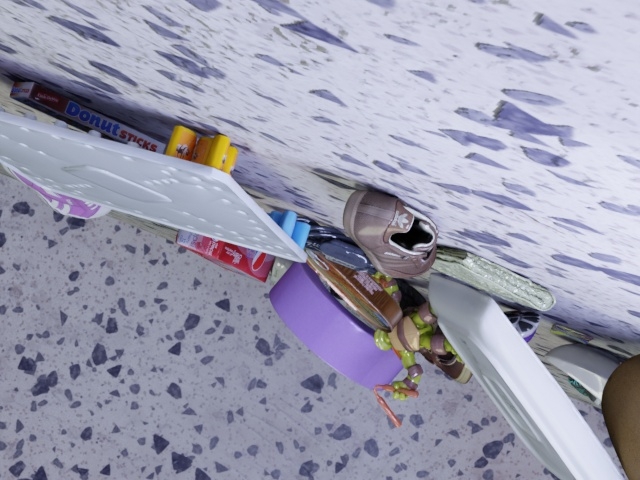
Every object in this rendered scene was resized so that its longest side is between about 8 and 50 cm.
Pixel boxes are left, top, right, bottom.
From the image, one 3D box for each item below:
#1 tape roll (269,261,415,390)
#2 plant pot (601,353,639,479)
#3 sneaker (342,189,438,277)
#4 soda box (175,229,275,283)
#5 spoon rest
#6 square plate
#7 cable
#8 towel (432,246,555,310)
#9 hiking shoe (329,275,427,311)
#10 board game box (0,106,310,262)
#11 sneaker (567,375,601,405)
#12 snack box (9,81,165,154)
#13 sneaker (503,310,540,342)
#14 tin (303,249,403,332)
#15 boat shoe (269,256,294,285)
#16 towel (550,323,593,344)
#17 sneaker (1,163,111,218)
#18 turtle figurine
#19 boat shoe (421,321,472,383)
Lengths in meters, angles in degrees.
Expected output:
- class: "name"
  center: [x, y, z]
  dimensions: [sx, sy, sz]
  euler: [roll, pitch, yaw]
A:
- class: "tape roll"
  center: [0.040, 0.147, 2.181]
  dimensions: [0.275, 0.090, 0.275]
  euler: [38, -168, -9]
- class: "plant pot"
  center: [0.448, 0.237, 1.436]
  dimensions: [0.237, 0.237, 0.254]
  euler: [23, -172, -22]
- class: "sneaker"
  center: [0.088, 0.004, 1.203]
  dimensions: [0.071, 0.066, 0.188]
  euler: [17, 174, 30]
- class: "soda box"
  center: [-0.158, 0.005, 2.116]
  dimensions: [0.092, 0.083, 0.263]
  euler: [20, 175, 18]
- class: "spoon rest"
  center: [0.474, 0.235, 1.935]
  dimensions: [0.276, 0.084, 0.137]
  euler: [23, 174, -29]
- class: "square plate"
  center: [0.265, 0.203, 1.585]
  dimensions: [0.344, 0.049, 0.347]
  euler: [53, 176, -7]
- class: "cable"
  center: [0.000, 0.000, 1.688]
  dimensions: [0.185, 0.047, 0.150]
  euler: [19, 180, -6]
- class: "towel"
  center: [0.191, 0.043, 1.400]
  dimensions: [0.148, 0.027, 0.110]
  euler: [24, 175, -28]
- class: "hiking shoe"
  center: [0.125, 0.100, 2.049]
  dimensions: [0.114, 0.086, 0.227]
  euler: [14, -170, -45]
- class: "board game box"
  center: [-0.229, -0.086, 1.405]
  dimensions: [0.390, 0.050, 0.390]
  euler: [16, 171, 15]
- class: "sneaker"
  center: [0.517, 0.277, 2.339]
  dimensions: [0.076, 0.065, 0.166]
  euler: [25, 174, 7]
- class: "snack box"
  center: [-0.271, -0.139, 1.408]
  dimensions: [0.178, 0.022, 0.064]
  euler: [25, 173, -34]
- class: "sneaker"
  center: [0.276, 0.137, 1.717]
  dimensions: [0.068, 0.071, 0.170]
  euler: [-6, 178, 1]
- class: "tin"
  center: [0.048, 0.065, 1.824]
  dimensions: [0.190, 0.040, 0.106]
  euler: [45, 162, -13]
- class: "boat shoe"
  center: [-0.066, 0.057, 2.397]
  dimensions: [0.076, 0.083, 0.226]
  euler: [33, 163, -1]
- class: "towel"
  center: [0.367, 0.138, 1.769]
  dimensions: [0.060, 0.009, 0.083]
  euler: [20, 175, 8]
- class: "sneaker"
  center: [-0.396, -0.089, 2.023]
  dimensions: [0.161, 0.102, 0.282]
  euler: [15, 172, 28]
- class: "turtle figurine"
  center: [0.152, 0.157, 1.896]
  dimensions: [0.087, 0.269, 0.217]
  euler: [-9, 177, -37]
- class: "boat shoe"
  center: [0.218, 0.176, 2.198]
  dimensions: [0.123, 0.123, 0.342]
  euler: [21, -179, -5]
